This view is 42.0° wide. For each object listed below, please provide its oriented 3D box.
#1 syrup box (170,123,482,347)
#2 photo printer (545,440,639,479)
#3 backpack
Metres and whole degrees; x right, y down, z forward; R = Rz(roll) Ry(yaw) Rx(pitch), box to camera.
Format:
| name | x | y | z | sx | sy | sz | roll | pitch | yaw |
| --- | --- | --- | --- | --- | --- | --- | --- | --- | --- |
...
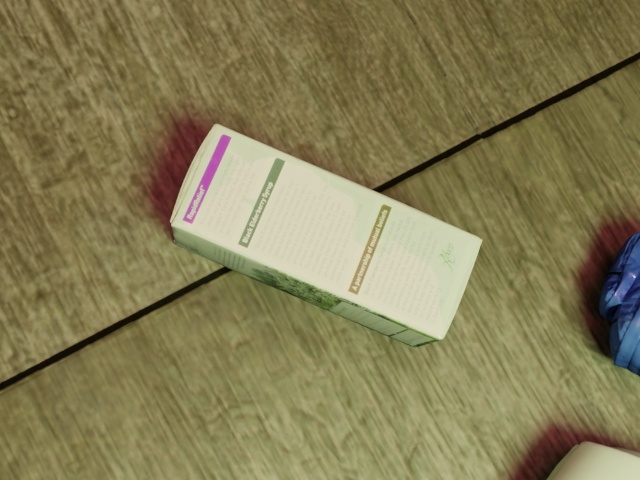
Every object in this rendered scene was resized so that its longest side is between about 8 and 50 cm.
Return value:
| name | x | y | z | sx | sy | sz | roll | pitch | yaw |
| --- | --- | --- | --- | --- | --- | --- | --- | --- | --- |
| syrup box | 0.000 | 0.000 | 0.696 | 0.236 | 0.093 | 0.096 | 24 | 77 | -2 |
| photo printer | 0.289 | 0.317 | 0.644 | 0.307 | 0.107 | 0.256 | 21 | 74 | 10 |
| backpack | 0.294 | 0.062 | 0.727 | 0.101 | 0.098 | 0.120 | 20 | 74 | 26 |
